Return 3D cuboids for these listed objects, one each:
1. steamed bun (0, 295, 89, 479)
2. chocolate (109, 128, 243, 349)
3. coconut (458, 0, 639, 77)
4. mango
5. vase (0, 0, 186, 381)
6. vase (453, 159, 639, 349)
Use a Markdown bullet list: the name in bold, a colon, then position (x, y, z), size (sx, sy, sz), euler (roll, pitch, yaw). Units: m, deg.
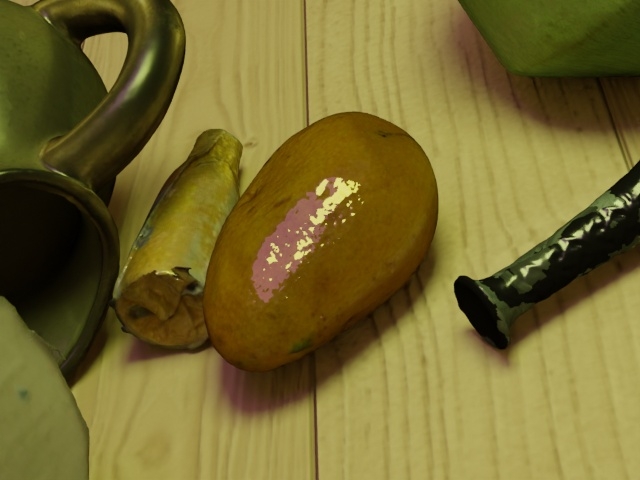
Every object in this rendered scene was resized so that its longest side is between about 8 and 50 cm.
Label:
- **steamed bun**: position (-0.308, 0.160, 0.760), size (0.309, 0.309, 0.309), euler (-14, 39, 12)
- **chocolate**: position (-0.101, -0.012, 1.017), size (0.086, 0.085, 0.219), euler (-11, 35, 16)
- **coconut**: position (0.227, -0.263, 0.986), size (0.328, 0.328, 0.281), euler (-15, 8, 11)
- **mango**: position (0.000, 0.000, 0.915), size (0.147, 0.109, 0.227), euler (13, 54, 26)
- **vase**: position (-0.233, -0.069, 0.994), size (0.329, 0.241, 0.302), euler (-41, 43, 11)
- **vase**: position (0.171, 0.006, 0.861), size (0.167, 0.059, 0.059), euler (-33, 39, -11)
